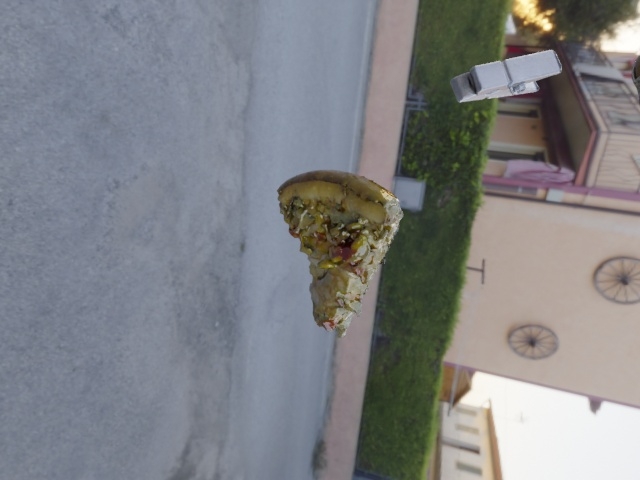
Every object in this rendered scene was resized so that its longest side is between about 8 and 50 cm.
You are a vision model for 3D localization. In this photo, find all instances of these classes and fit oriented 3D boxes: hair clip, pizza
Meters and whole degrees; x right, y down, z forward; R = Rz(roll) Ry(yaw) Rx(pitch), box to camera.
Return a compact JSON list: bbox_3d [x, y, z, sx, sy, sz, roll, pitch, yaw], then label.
[{"bbox_3d":[0.475,-0.410,1.181,0.330,0.101,0.085,-21,93,-31],"label":"hair clip"},{"bbox_3d":[0.000,0.000,0.788,0.073,0.251,0.288,-8,129,-40],"label":"pizza"}]

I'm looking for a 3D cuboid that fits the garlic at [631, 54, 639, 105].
[{"bbox_3d":[0.727,-0.325,0.923,0.257,0.206,0.207,85,20,-67],"label":"garlic"}]
